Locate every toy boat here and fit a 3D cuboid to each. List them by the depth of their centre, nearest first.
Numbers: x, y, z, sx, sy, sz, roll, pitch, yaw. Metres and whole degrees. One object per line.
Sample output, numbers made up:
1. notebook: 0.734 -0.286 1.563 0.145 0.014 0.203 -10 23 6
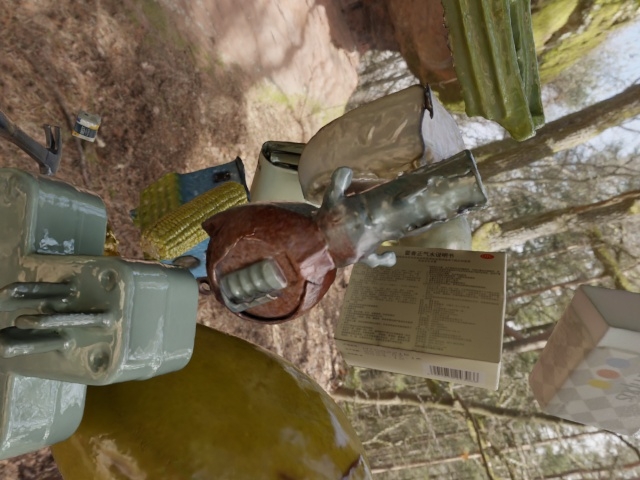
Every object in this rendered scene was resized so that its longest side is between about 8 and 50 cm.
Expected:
1. toy boat: 0.193 -0.251 0.501 0.111 0.084 0.276 -33 115 -47

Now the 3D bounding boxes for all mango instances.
1. mango: -0.133 0.232 0.550 0.445 0.220 0.301 41 23 0

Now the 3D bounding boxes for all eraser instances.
1. eraser: 0.525 0.231 0.808 0.397 0.213 0.082 77 29 -51

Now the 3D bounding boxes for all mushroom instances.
1. mushroom: 0.154 -0.197 1.153 0.313 0.397 0.224 8 73 -56

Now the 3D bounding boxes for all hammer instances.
1. hammer: -0.587 -0.206 0.876 0.290 0.037 0.137 117 -16 -75

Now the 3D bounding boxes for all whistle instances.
1. whistle: 0.000 0.001 0.482 0.142 0.346 0.133 68 23 -3

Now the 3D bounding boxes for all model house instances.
1. model house: -0.307 -0.038 1.107 0.215 0.303 0.237 85 -10 -59

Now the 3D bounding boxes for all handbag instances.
1. handbag: -0.106 -0.117 1.370 0.358 0.236 0.160 115 -31 -42

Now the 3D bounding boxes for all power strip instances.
1. power strip: -0.249 0.057 0.357 0.141 0.261 0.229 23 69 -71

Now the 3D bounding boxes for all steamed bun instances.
1. steamed bun: 0.204 0.000 0.779 0.091 0.130 0.112 -118 -170 -63

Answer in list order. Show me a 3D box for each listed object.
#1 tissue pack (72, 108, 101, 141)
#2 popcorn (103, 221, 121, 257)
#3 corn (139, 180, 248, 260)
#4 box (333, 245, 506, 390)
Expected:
1. tissue pack: -0.688 -0.336 1.320 0.062 0.083 0.042 19 52 -30
2. popcorn: -0.514 0.023 0.864 0.190 0.250 0.250 -103 170 -60
3. corn: -0.238 -0.042 0.881 0.248 0.081 0.081 -41 118 -42
4. box: 0.144 0.097 0.629 0.095 0.212 0.168 65 36 -50
